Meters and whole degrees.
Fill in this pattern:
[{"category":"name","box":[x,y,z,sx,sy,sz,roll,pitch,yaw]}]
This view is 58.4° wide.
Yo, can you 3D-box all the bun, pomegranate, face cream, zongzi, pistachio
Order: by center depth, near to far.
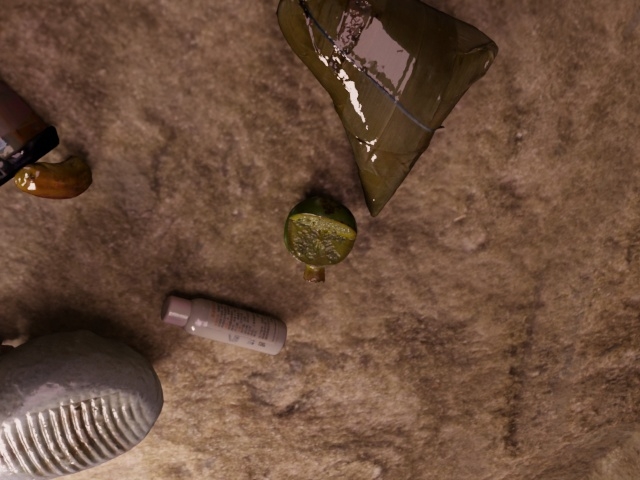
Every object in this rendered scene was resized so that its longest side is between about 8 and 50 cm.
[{"category":"pistachio","box":[-0.421,-0.097,0.936,0.089,0.173,0.049,-42,89,6]},{"category":"zongzi","box":[0.050,-0.243,0.988,0.356,0.174,0.392,20,120,-21]},{"category":"bun","box":[-0.497,0.312,1.121,0.362,0.211,0.361,-15,133,-17]},{"category":"pomegranate","box":[-0.002,-0.008,1.136,0.143,0.122,0.169,1,119,-13]},{"category":"face cream","box":[-0.204,0.176,1.218,0.269,0.082,0.082,20,113,-25]}]

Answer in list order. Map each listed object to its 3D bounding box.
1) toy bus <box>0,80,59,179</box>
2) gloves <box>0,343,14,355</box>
[{"category":"toy bus","box":[-0.617,-0.102,0.880,0.386,0.171,0.162,-34,110,4]},{"category":"gloves","box":[-0.676,0.241,1.109,0.144,0.094,0.110,-53,131,-5]}]
